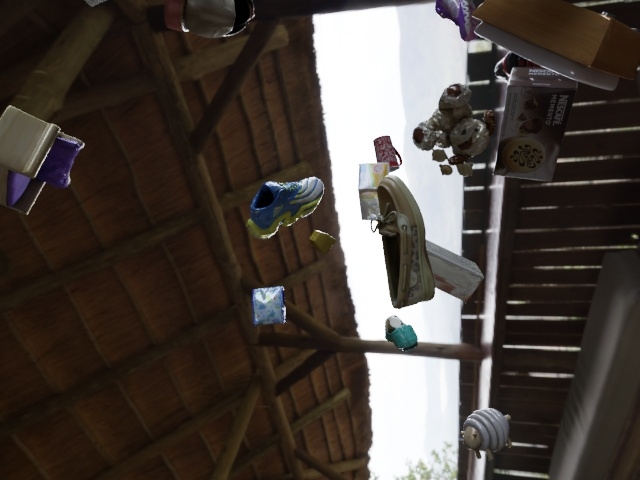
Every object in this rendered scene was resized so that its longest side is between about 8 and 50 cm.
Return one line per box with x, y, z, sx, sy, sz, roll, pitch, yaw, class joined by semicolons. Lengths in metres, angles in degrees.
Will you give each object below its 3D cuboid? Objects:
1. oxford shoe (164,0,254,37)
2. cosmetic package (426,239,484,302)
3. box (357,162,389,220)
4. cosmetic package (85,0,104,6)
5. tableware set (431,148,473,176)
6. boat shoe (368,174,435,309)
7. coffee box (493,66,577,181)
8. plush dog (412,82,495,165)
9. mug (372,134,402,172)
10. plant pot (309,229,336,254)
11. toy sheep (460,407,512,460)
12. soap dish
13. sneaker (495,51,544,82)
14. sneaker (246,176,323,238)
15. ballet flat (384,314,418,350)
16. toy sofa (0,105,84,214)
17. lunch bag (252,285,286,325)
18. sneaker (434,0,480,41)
-0.194;-0.458;0.857;0.348;0.130;0.123;-85;14;-53;oxford shoe
0.455;0.102;1.675;0.129;0.296;0.153;-63;1;21;cosmetic package
0.188;-0.167;1.504;0.203;0.103;0.114;72;-160;-62;box
-0.766;-1.097;1.545;0.161;0.230;0.453;43;-140;-62;cosmetic package
0.537;-0.321;1.762;0.020;0.169;0.141;-49;-55;-34;tableware set
0.164;0.006;0.908;0.104;0.089;0.285;-175;68;-75;boat shoe
0.612;-0.331;1.246;0.297;0.168;0.119;79;-150;-44;coffee box
0.492;-0.388;1.547;0.262;0.225;0.211;-52;-18;15;plush dog
0.331;-0.428;2.168;0.150;0.113;0.169;0;-105;-62;mug
0.000;0.000;1.888;0.083;0.081;0.081;40;-100;-32;plant pot
0.347;0.394;0.893;0.132;0.091;0.091;-12;-76;-32;toy sheep
0.497;-0.429;0.902;0.229;0.291;0.118;-8;-47;-37;soap dish
0.670;-0.532;1.344;0.135;0.276;0.097;-152;62;-77;sneaker
-0.079;-0.104;1.054;0.240;0.091;0.126;-43;-23;-26;sneaker
0.237;0.269;1.317;0.247;0.083;0.087;120;128;-85;ballet flat
-0.781;-0.187;1.166;0.177;0.363;0.150;27;-117;-28;toy sofa
-0.210;0.268;1.772;0.096;0.129;0.151;72;-168;-81;lunch bag
0.392;-0.678;1.267;0.095;0.105;0.236;5;-110;-52;sneaker
